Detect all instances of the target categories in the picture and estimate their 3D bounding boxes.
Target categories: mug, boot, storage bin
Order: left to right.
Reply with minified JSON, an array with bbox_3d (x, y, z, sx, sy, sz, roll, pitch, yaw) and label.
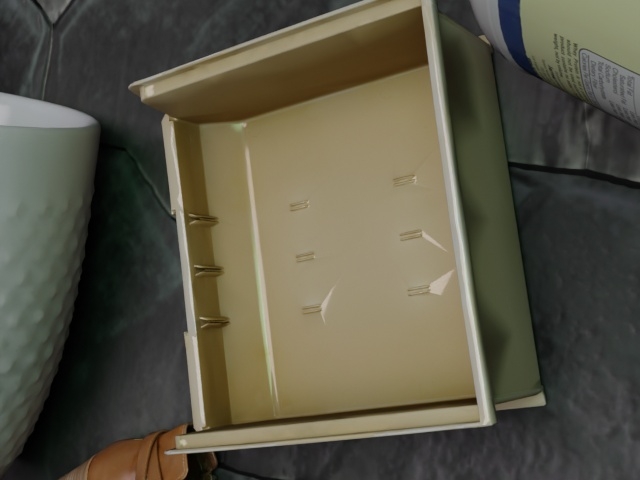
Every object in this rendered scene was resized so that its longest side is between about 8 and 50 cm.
[{"bbox_3d":[-0.356,0.034,0.846,0.374,0.276,0.328,30,112,60],"label":"mug"},{"bbox_3d":[-0.131,0.250,0.783,0.152,0.073,0.197,-27,76,23],"label":"boot"},{"bbox_3d":[0.000,0.000,0.687,0.260,0.123,0.262,-12,81,30],"label":"storage bin"}]

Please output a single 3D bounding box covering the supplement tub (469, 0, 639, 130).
[{"bbox_3d":[0.256,-0.131,0.466,0.324,0.235,0.235,35,105,31],"label":"supplement tub"}]
